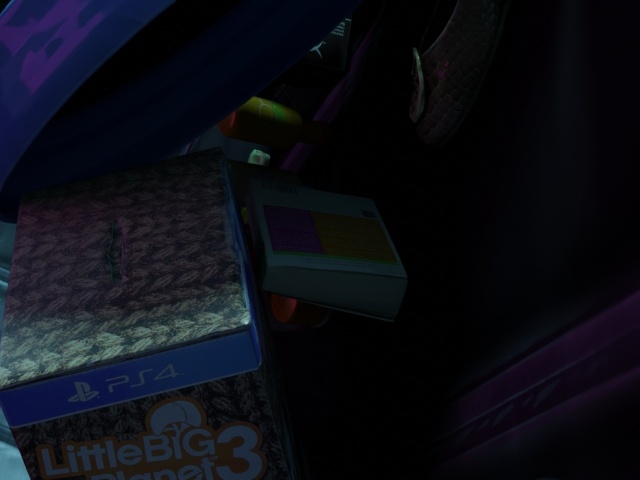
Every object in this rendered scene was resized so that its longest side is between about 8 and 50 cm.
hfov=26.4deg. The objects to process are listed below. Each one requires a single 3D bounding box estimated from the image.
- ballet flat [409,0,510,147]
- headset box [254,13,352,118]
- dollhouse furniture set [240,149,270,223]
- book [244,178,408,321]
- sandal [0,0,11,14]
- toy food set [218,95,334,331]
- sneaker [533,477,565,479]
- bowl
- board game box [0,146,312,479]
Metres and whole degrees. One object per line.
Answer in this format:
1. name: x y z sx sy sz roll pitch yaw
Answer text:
1. ballet flat: 0.088 -0.176 0.808 0.084 0.058 0.250 -105 29 -65
2. headset box: -0.036 -0.276 1.319 0.218 0.110 0.293 141 138 -71
3. dollhouse furniture set: -0.087 -0.060 1.481 0.152 0.059 0.076 -144 66 -76
4. book: 0.000 0.000 0.961 0.144 0.096 0.035 -104 28 -63
5. sandal: -0.063 -0.295 1.018 0.446 0.167 0.107 -39 28 -16
6. toy food set: -0.025 -0.009 1.157 0.111 0.104 0.232 -53 44 35
7. sneaker: 0.066 0.195 0.573 0.082 0.069 0.209 -141 62 -80
8. bowl: -0.087 -0.159 0.960 0.391 0.077 0.391 -38 -4 -3
9. board game box: -0.088 0.128 0.876 0.232 0.141 0.291 -105 1 -61
